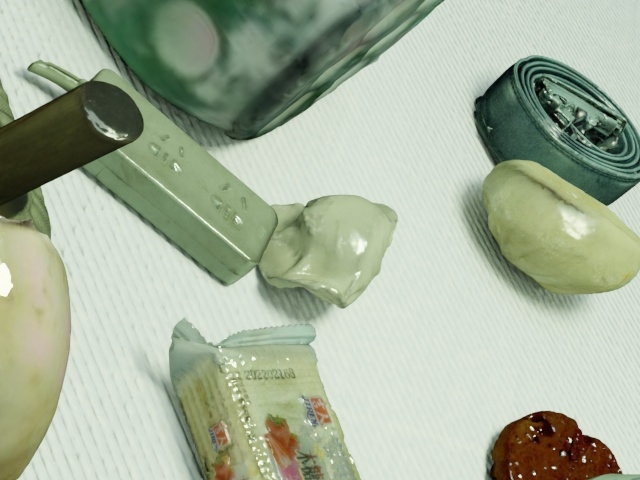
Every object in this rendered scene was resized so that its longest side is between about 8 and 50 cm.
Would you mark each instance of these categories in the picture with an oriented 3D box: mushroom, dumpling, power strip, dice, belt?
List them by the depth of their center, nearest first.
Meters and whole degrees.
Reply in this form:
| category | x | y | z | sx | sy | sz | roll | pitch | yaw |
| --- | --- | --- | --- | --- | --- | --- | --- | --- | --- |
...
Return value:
| category | x | y | z | sx | sy | sz | roll | pitch | yaw |
| --- | --- | --- | --- | --- | --- | --- | --- | --- | --- |
| mushroom | -0.267 | 0.090 | 1.005 | 0.236 | 0.162 | 0.173 | 6 | 54 | -41 |
| power strip | -0.169 | -0.077 | 1.336 | 0.288 | 0.053 | 0.093 | 41 | 39 | -14 |
| dumpling | 0.001 | 0.000 | 1.426 | 0.134 | 0.100 | 0.169 | 19 | 60 | 16 |
| dice | -0.043 | -0.329 | 1.446 | 0.348 | 0.328 | 0.330 | 55 | 38 | 5 |
| belt | 0.338 | -0.142 | 1.851 | 0.267 | 0.116 | 0.206 | 19 | 43 | -31 |

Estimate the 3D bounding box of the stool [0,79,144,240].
| category | x | y | z | sx | sy | sz | roll | pitch | yaw |
| --- | --- | --- | --- | --- | --- | --- | --- | --- | --- |
| stool | -0.331 | -0.136 | 1.080 | 0.310 | 0.226 | 0.310 | -2 | 63 | -46 |

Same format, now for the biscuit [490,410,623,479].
| category | x | y | z | sx | sy | sz | roll | pitch | yaw |
| --- | --- | --- | --- | --- | --- | --- | --- | --- | --- |
| biscuit | 0.261 | 0.273 | 1.485 | 0.192 | 0.049 | 0.192 | 20 | 50 | -26 |

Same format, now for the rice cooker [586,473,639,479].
| category | x | y | z | sx | sy | sz | roll | pitch | yaw |
| --- | --- | --- | --- | --- | --- | --- | --- | --- | --- |
| rice cooker | 0.367 | 0.343 | 1.298 | 0.264 | 0.316 | 0.317 | 23 | 44 | -43 |

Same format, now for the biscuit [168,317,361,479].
| category | x | y | z | sx | sy | sz | roll | pitch | yaw |
| --- | --- | --- | --- | --- | --- | --- | --- | --- | --- |
| biscuit | -0.026 | 0.217 | 1.213 | 0.186 | 0.079 | 0.309 | 4 | 56 | -44 |

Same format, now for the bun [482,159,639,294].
| category | x | y | z | sx | sy | sz | roll | pitch | yaw |
| --- | --- | --- | --- | --- | --- | --- | --- | --- | --- |
| bun | 0.287 | -0.004 | 1.689 | 0.222 | 0.127 | 0.222 | 28 | 14 | -8 |
